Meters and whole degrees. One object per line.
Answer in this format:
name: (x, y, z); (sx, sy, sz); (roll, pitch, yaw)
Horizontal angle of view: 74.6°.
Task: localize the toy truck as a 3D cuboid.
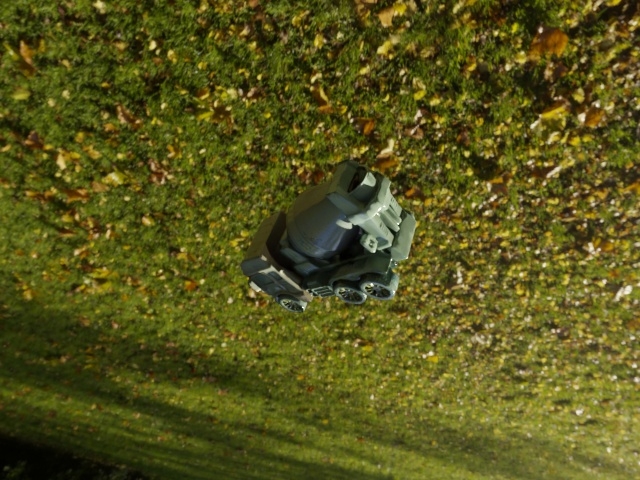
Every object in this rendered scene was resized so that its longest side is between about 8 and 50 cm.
toy truck: (0.000, 0.000, 0.506); (0.140, 0.108, 0.257); (39, 144, -26)
